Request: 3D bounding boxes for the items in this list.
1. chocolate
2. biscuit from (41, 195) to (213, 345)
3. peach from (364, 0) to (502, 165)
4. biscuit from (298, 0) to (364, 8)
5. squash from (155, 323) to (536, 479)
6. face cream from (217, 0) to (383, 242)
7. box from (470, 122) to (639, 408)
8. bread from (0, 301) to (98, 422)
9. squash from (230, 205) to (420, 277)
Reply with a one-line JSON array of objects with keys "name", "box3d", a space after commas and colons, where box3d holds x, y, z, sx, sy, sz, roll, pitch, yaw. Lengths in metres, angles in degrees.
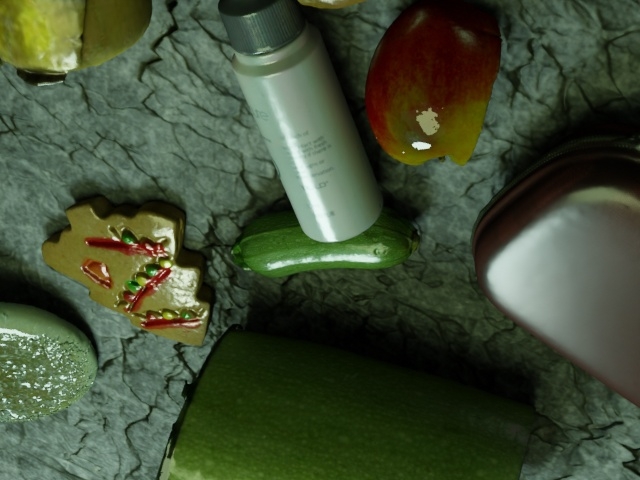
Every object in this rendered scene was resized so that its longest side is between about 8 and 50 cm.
[{"name": "chocolate", "box3d": [-0.254, -0.348, 1.166, 0.162, 0.162, 0.445, 8, 134, 16]}, {"name": "biscuit", "box3d": [-0.209, 0.043, 1.628, 0.212, 0.041, 0.238, -17, 123, 34]}, {"name": "peach", "box3d": [0.100, -0.141, 1.248, 0.151, 0.151, 0.118, -11, 140, 32]}, {"name": "biscuit", "box3d": [0.006, -0.327, 1.144, 0.154, 0.045, 0.299, -4, 127, 26]}, {"name": "squash", "box3d": [0.030, 0.257, 1.581, 0.385, 0.263, 0.263, 16, 137, 9]}, {"name": "face cream", "box3d": [-0.025, -0.138, 1.326, 0.092, 0.092, 0.311, -2, 133, 25]}, {"name": "box", "box3d": [0.342, 0.053, 1.346, 0.404, 0.108, 0.263, 35, 136, -13]}, {"name": "bread", "box3d": [-0.417, 0.162, 1.776, 0.267, 0.040, 0.267, -2, 143, -1]}, {"name": "squash", "box3d": [0.000, 0.000, 1.471, 0.219, 0.068, 0.077, -7, 134, 30]}]
